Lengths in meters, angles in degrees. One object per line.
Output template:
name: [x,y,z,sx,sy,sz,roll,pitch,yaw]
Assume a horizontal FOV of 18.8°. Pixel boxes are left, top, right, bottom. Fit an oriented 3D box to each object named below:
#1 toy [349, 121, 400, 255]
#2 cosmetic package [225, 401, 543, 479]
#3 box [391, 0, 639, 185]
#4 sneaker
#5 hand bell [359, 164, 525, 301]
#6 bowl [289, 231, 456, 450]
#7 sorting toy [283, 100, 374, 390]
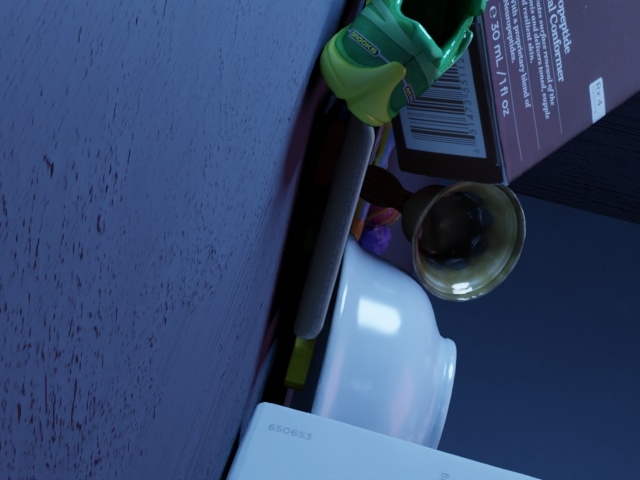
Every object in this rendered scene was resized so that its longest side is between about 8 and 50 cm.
toy: [0.070,-0.049,2.256,0.137,0.056,0.237,-32,136,-80]
cosmetic package: [0.035,0.415,1.673,0.329,0.327,0.394,-71,174,-45]
box: [0.226,-0.216,1.915,0.381,0.143,0.191,-36,123,-41]
sneaker: [0.093,-0.200,1.618,0.123,0.109,0.295,-29,-156,32]
hand bell: [0.092,-0.037,1.961,0.242,0.126,0.126,35,-64,58]
bowl: [0.050,0.149,1.877,0.298,0.134,0.298,-166,-90,-87]
sorting toy: [0.000,0.000,1.766,0.229,0.041,0.307,-77,-178,-71]
